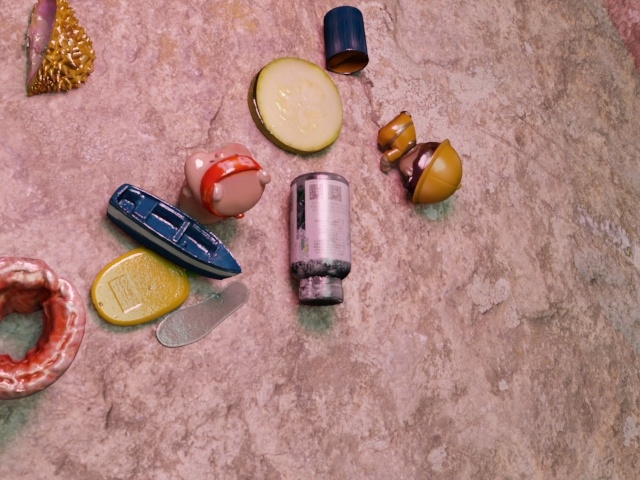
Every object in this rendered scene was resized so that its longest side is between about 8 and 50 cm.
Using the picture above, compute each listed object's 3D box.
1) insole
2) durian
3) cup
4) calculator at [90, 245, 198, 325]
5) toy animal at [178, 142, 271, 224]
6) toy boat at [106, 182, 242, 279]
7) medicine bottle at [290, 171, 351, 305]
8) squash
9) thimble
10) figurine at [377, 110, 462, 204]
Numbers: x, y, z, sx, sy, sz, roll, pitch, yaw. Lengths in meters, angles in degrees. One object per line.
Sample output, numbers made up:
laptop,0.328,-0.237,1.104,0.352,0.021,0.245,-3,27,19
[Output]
insole,-0.242,0.156,1.323,0.232,0.003,0.080,-31,93,-34
durian,-0.530,-0.394,1.254,0.132,0.165,0.182,2,47,0
cup,0.066,-0.525,1.662,0.113,0.150,0.138,-5,74,3
calculator,-0.347,0.085,1.263,0.235,0.032,0.146,-29,92,-36
toy animal,-0.209,-0.115,1.306,0.171,0.197,0.171,9,73,-33
toy boat,-0.294,-0.004,1.275,0.299,0.062,0.096,34,34,-10
medicine bottle,0.000,0.000,1.432,0.141,0.141,0.293,8,71,-29
squash,-0.061,-0.333,1.555,0.252,0.049,0.252,8,74,-28
thimble,-0.527,0.146,1.063,0.239,0.162,0.239,8,72,-26
figurine,0.260,-0.214,1.641,0.257,0.167,0.192,45,72,-10
